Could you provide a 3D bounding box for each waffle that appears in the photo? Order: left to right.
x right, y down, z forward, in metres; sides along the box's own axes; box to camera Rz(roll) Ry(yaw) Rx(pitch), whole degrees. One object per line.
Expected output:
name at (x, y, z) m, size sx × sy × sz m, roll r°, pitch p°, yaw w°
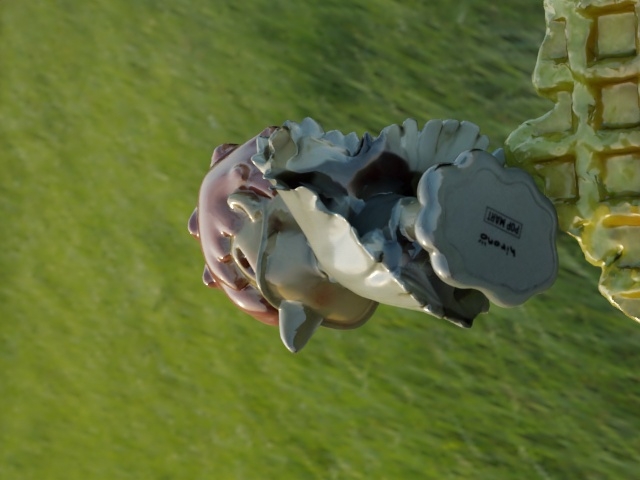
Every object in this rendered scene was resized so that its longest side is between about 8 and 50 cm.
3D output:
waffle at (0.259, -0.084, 0.899) m, size 0.307 × 0.060 × 0.312 m, roll 36°, pitch 115°, yaw 25°

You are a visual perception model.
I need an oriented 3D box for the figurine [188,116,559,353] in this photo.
figurine at (0.000, 0.000, 1.078) m, size 0.387 × 0.207 × 0.166 m, roll -5°, pitch 67°, yaw 55°
